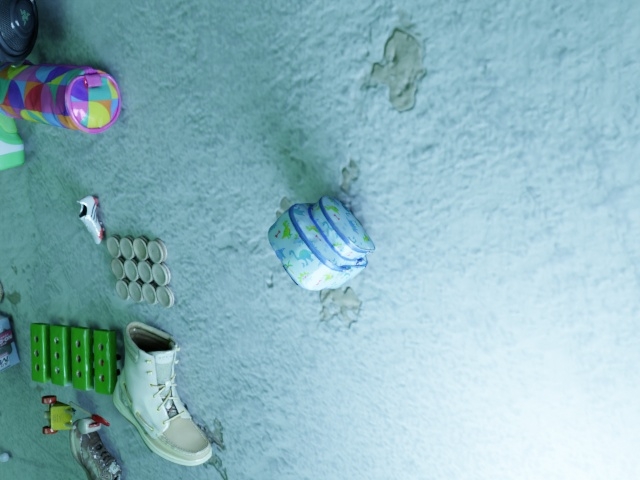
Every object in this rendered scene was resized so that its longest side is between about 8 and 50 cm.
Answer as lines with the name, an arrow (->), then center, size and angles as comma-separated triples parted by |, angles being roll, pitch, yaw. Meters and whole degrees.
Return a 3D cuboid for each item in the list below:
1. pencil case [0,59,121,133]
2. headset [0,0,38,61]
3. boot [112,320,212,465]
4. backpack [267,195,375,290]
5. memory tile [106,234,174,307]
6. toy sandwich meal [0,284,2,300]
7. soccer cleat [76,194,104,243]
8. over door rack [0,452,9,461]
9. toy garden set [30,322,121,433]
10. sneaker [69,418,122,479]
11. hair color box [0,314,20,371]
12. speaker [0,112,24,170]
pencil case -> -0.405, -0.222, 1.272 | 0.236, 0.104, 0.104 | 16, 117, 37
headset -> -0.533, -0.308, 1.209 | 0.185, 0.243, 0.394 | 63, -177, -65
boot -> -0.245, 0.241, 1.333 | 0.213, 0.077, 0.165 | 34, 125, 29
backpack -> 0.000, 0.000, 0.973 | 0.084, 0.114, 0.105 | -42, 75, 24
memory tile -> -0.284, 0.046, 1.330 | 0.148, 0.012, 0.113 | 5, 110, 42
toy sandwich meal -> -0.671, 0.093, 1.697 | 0.085, 0.029, 0.085 | 18, 119, 37
soccer cleat -> -0.372, -0.032, 1.362 | 0.029, 0.035, 0.083 | 14, 116, 39
over door rack -> -0.744, 0.401, 1.820 | 0.324, 0.108, 0.239 | 18, 121, 61
toy garden set -> -0.429, 0.253, 1.510 | 0.244, 0.049, 0.203 | 0, 92, 41
sneaker -> -0.403, 0.416, 1.575 | 0.071, 0.066, 0.188 | -12, 101, 25
hair color box -> -0.821, 0.200, 1.747 | 0.374, 0.185, 0.113 | 13, 120, 34
speaker -> -0.592, -0.257, 1.410 | 0.131, 0.131, 0.296 | -4, 104, 44
